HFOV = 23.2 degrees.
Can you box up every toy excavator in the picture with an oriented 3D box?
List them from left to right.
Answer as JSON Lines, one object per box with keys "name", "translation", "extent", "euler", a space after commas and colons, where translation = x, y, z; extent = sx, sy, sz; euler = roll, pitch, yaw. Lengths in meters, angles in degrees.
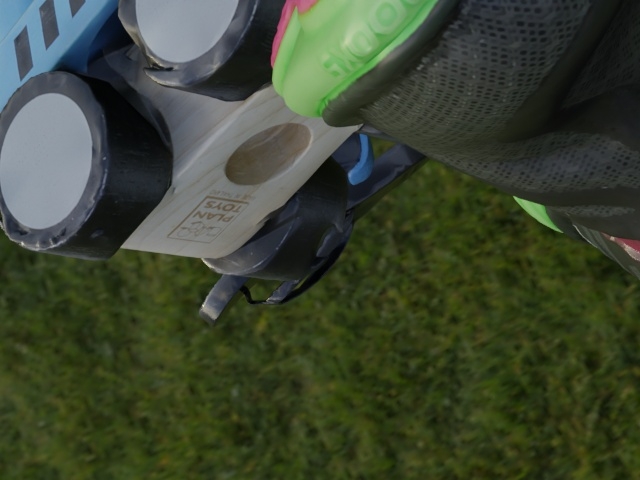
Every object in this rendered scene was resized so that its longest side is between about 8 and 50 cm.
{"name": "toy excavator", "translation": [-0.164, -0.164, 1.042], "extent": [0.433, 0.222, 0.445], "euler": [-44, 59, 28]}

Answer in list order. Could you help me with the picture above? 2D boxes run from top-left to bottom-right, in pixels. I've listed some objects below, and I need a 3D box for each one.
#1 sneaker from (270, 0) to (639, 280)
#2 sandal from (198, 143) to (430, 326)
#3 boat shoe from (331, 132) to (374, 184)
{"name": "sneaker", "translation": [0.139, -0.067, 0.559], "extent": [0.202, 0.483, 0.185], "euler": [30, 97, 22]}
{"name": "sandal", "translation": [0.000, 0.000, 1.377], "extent": [0.254, 0.097, 0.054], "euler": [-37, 85, 0]}
{"name": "boat shoe", "translation": [-0.031, -0.161, 1.244], "extent": [0.089, 0.109, 0.258], "euler": [-17, 62, 2]}
